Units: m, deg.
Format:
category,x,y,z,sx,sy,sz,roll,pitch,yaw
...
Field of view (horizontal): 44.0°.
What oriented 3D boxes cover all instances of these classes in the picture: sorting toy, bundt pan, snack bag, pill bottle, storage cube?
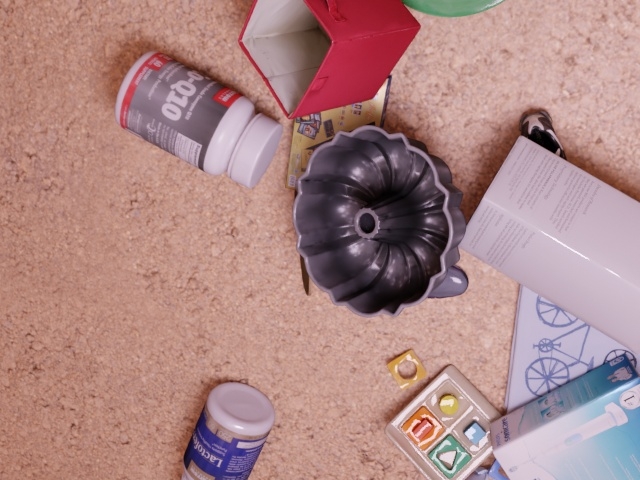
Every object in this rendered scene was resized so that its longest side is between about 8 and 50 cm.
category,x,y,z,sx,sy,sz,roll,pitch,yaw
sorting toy,0.252,0.373,1.559,0.196,0.047,0.348,-43,82,-4
bundt pan,0.114,-0.037,1.382,0.330,0.124,0.331,7,102,38
snack bag,0.534,0.211,1.491,0.342,0.037,0.323,5,111,11
pill bottle,-0.210,0.453,1.716,0.153,0.153,0.265,26,113,6
pill bottle,-0.223,-0.222,1.479,0.283,0.161,0.161,28,114,4
storage cube,0.012,-0.340,1.297,0.184,0.193,0.215,58,143,17

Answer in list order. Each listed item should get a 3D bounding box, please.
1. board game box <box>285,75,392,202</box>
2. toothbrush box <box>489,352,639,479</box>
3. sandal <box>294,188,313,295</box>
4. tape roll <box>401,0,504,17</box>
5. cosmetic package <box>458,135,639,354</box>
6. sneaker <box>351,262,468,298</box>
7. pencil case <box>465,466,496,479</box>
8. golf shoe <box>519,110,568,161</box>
category,x,y,z,sx,sy,sz,roll,pitch,yaw
board game box,0.032,-0.200,1.481,0.165,0.042,0.243,14,112,11
toothbrush box,0.493,0.382,1.451,0.295,0.126,0.216,-33,95,14
sandal,0.002,0.003,1.540,0.079,0.088,0.240,-11,122,-10
tape roll,0.223,-0.532,1.288,0.321,0.077,0.321,6,110,16
cosmetic package,0.434,0.013,1.323,0.365,0.155,0.197,31,156,8
sneaker,0.168,0.078,1.510,0.223,0.098,0.083,11,111,12
pencil case,0.392,0.591,1.621,0.273,0.113,0.124,42,100,-2
golf shoe,0.397,-0.126,1.380,0.077,0.094,0.198,-24,102,20
